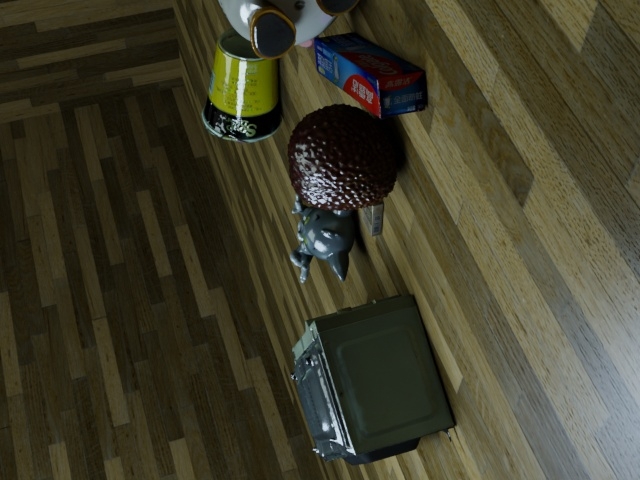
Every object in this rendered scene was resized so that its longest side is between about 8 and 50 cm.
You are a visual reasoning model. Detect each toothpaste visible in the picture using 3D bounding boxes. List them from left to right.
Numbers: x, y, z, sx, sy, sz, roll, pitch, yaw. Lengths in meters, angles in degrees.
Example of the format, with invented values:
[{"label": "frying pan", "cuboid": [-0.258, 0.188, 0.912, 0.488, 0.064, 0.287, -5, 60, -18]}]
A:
[{"label": "toothpaste", "cuboid": [0.071, -0.270, 1.373, 0.320, 0.076, 0.066, -129, 29, -61]}]

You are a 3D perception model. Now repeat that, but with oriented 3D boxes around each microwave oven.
[{"label": "microwave oven", "cuboid": [0.075, 0.281, 1.652, 0.355, 0.218, 0.287, 120, 135, -73]}]

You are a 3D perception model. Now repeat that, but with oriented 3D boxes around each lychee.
[{"label": "lychee", "cuboid": [0.034, -0.135, 1.448, 0.194, 0.194, 0.195, 166, 90, -78]}]

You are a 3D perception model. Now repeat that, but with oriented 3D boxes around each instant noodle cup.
[{"label": "instant noodle cup", "cuboid": [-0.193, -0.398, 2.163, 0.236, 0.215, 0.216, 99, 155, -45]}]

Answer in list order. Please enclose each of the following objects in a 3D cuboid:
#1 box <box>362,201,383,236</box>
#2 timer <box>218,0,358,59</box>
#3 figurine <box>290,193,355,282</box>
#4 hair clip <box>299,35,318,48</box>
[{"label": "box", "cuboid": [0.098, -0.055, 1.621, 0.083, 0.024, 0.053, 87, 164, -46]}, {"label": "timer", "cuboid": [-0.067, -0.447, 1.436, 0.234, 0.233, 0.240, 92, 156, -53]}, {"label": "figurine", "cuboid": [0.004, 0.001, 1.857, 0.265, 0.140, 0.193, 76, -159, -82]}, {"label": "hair clip", "cuboid": [-0.074, -0.444, 1.723, 0.138, 0.102, 0.123, 53, 160, 36]}]
